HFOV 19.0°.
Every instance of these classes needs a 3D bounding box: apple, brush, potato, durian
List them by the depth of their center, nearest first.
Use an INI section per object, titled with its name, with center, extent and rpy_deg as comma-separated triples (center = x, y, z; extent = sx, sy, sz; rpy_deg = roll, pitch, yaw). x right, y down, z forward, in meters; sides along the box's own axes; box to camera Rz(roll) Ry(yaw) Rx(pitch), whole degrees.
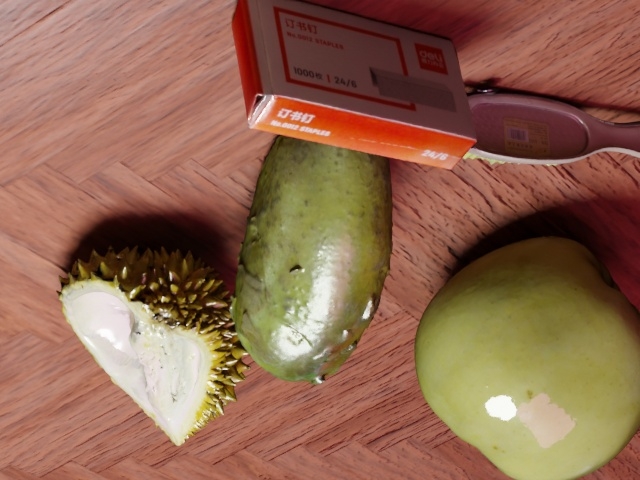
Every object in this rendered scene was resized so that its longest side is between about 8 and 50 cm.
[potato]
center = 0.000, 0.000, 1.866
extent = 0.141, 0.176, 0.298
rpy_deg = 2, 118, -34
[brush]
center = 0.255, -0.101, 1.898
extent = 0.313, 0.072, 0.067
rpy_deg = 3, 165, -27
[durian]
center = -0.161, 0.079, 1.947
extent = 0.138, 0.183, 0.249
rpy_deg = -43, 148, -17
[apple]
center = 0.234, 0.127, 2.043
extent = 0.262, 0.262, 0.262
rpy_deg = -9, 145, -6

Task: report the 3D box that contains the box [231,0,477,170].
[box]
center = 0.026, -0.142, 1.701
extent = 0.229, 0.123, 0.050
rpy_deg = 11, 141, -30
